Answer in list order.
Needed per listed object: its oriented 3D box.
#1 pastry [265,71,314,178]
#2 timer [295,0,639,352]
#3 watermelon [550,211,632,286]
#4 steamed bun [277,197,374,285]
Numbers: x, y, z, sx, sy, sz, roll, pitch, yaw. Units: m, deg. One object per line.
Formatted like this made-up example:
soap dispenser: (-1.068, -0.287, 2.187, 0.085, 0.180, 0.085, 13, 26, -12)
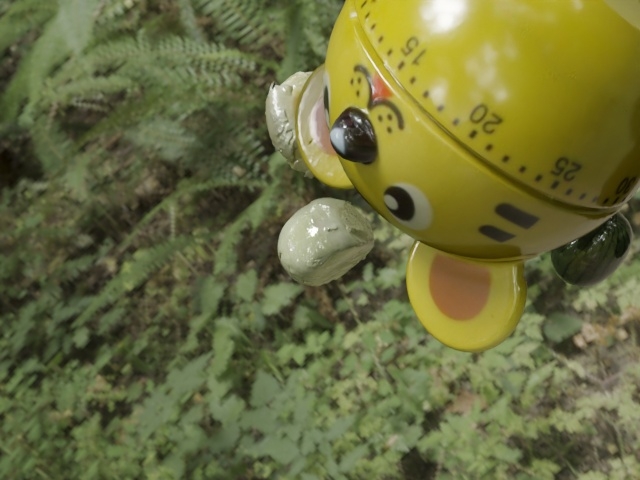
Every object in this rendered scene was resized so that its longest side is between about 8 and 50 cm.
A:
pastry: (-0.011, -0.179, 1.620, 0.165, 0.166, 0.088, -62, 12, -29)
timer: (0.145, -0.119, 1.068, 0.387, 0.376, 0.376, -49, 29, 31)
watermelon: (0.304, 0.005, 1.200, 0.078, 0.078, 0.110, -85, 20, -44)
steamed bun: (0.000, 0.000, 1.323, 0.112, 0.130, 0.091, -42, 76, 22)
